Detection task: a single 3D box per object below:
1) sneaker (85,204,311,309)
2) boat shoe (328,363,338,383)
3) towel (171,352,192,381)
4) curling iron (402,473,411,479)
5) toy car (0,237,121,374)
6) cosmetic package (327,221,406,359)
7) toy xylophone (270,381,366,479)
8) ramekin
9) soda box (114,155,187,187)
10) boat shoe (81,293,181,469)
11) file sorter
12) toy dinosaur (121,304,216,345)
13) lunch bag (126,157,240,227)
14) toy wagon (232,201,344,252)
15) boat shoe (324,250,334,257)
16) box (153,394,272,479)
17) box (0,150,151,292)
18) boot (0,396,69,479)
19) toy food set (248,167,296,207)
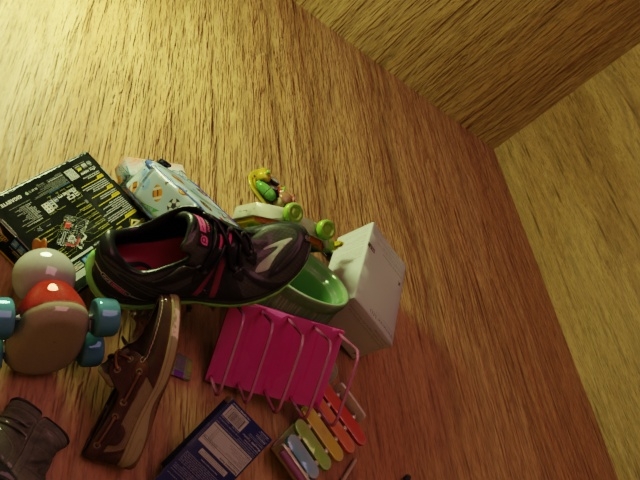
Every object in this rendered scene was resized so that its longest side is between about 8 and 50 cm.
[{"bbox_3d":[-0.232,0.033,1.292,0.483,0.202,0.185,-9,61,-25],"label":"sneaker"},{"bbox_3d":[-0.049,0.304,1.653,0.233,0.084,0.079,35,-5,-24],"label":"boat shoe"},{"bbox_3d":[-0.329,0.281,1.407,0.083,0.009,0.060,31,38,-30],"label":"towel"},{"bbox_3d":[0.180,0.685,1.615,0.274,0.035,0.068,-21,76,-55],"label":"curling iron"},{"bbox_3d":[-0.524,0.108,1.173,0.219,0.210,0.238,4,47,-36],"label":"toy car"},{"bbox_3d":[0.132,0.147,1.921,0.217,0.156,0.385,50,31,-24],"label":"cosmetic package"},{"bbox_3d":[0.012,0.504,1.541,0.236,0.081,0.323,50,34,-4],"label":"toy xylophone"},{"bbox_3d":[-0.090,0.129,1.628,0.303,0.148,0.303,31,17,-11],"label":"ramekin"},{"bbox_3d":[-0.445,-0.172,1.643,0.183,0.058,0.063,2,58,-48],"label":"soda box"},{"bbox_3d":[-0.363,0.259,1.189,0.123,0.123,0.342,20,85,-22],"label":"boat shoe"},{"bbox_3d":[-0.085,0.278,1.403,0.290,0.202,0.182,19,0,-16],"label":"file sorter"},{"bbox_3d":[-0.375,0.112,1.415,0.200,0.127,0.296,0,53,-42],"label":"toy dinosaur"},{"bbox_3d":[-0.323,-0.073,1.538,0.303,0.115,0.243,43,6,27],"label":"lunch bag"},{"bbox_3d":[-0.076,-0.022,1.770,0.344,0.267,0.068,26,71,-34],"label":"toy wagon"},{"bbox_3d":[0.000,0.000,2.031,0.125,0.038,0.046,51,23,-5],"label":"boat shoe"},{"bbox_3d":[-0.223,0.445,1.265,0.225,0.036,0.136,-44,109,-19],"label":"box"},{"bbox_3d":[-0.549,-0.035,1.378,0.257,0.079,0.322,49,34,-8],"label":"box"},{"bbox_3d":[-0.482,0.392,1.066,0.246,0.083,0.161,49,28,-6],"label":"boot"},{"bbox_3d":[-0.133,-0.152,1.983,0.218,0.071,0.128,52,34,-1],"label":"toy food set"}]
